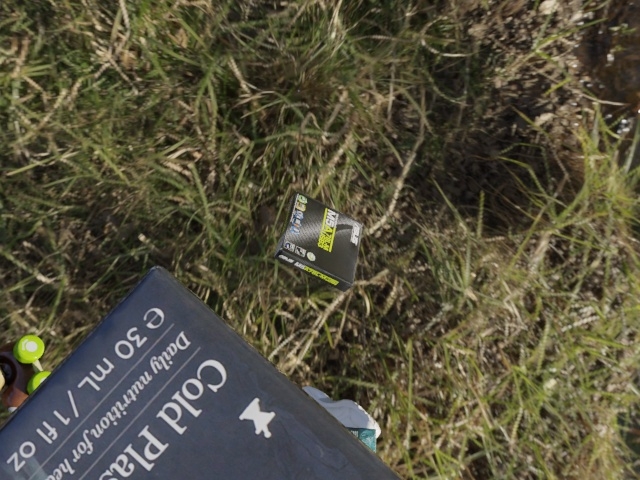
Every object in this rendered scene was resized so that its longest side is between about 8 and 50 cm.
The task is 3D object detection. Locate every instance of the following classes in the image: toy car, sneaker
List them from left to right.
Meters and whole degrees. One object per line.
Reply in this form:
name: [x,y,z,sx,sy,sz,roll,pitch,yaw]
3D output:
toy car: [-0.616,0.276,1.255,0.155,0.188,0.148,-36,75,42]
sneaker: [0.023,0.395,1.431,0.115,0.232,0.090,-52,126,-28]

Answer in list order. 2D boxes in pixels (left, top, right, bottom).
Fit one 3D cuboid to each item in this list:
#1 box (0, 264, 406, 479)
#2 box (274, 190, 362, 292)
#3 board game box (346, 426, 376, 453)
box: [-0.120,0.363,0.603,0.472,0.297,0.480,41,78,2]
box: [0.000,0.000,1.522,0.184,0.190,0.045,26,137,-14]
board game box: [0.041,0.437,1.238,0.126,0.026,0.186,6,61,-7]
